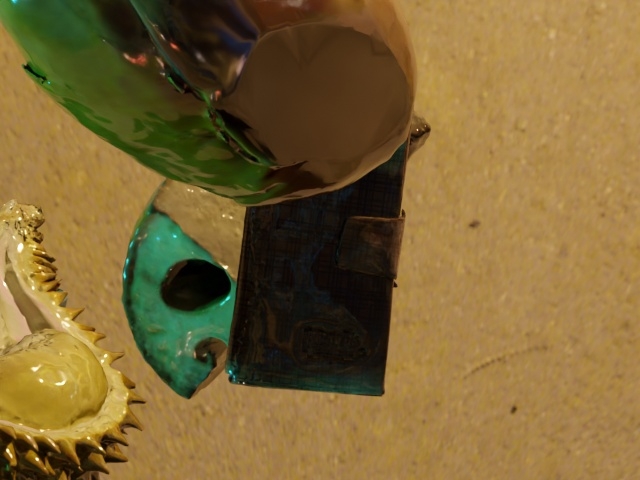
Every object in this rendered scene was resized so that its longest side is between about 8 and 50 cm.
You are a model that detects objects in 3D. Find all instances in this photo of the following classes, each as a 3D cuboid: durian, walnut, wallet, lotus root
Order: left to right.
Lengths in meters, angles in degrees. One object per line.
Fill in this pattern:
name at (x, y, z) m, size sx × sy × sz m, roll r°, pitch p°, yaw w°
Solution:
durian at (-0.217, 0.094, 0.875) m, size 0.172 × 0.166 × 0.306 m, roll -29°, pitch 28°, yaw 17°
walnut at (-0.043, -0.087, 0.555) m, size 0.137 × 0.245 × 0.137 m, roll -10°, pitch 72°, yaw 32°
lotus root at (-0.052, -0.019, 1.184) m, size 0.142 × 0.210 × 0.314 m, roll 41°, pitch 43°, yaw 7°
wallet at (0.000, 0.000, 1.019) m, size 0.124 × 0.042 × 0.230 m, roll 6°, pitch 91°, yaw -1°

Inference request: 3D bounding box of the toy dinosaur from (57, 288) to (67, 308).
toy dinosaur at (-0.315, 0.156, 1.602) m, size 0.076 × 0.144 × 0.329 m, roll -16°, pitch 52°, yaw -21°
